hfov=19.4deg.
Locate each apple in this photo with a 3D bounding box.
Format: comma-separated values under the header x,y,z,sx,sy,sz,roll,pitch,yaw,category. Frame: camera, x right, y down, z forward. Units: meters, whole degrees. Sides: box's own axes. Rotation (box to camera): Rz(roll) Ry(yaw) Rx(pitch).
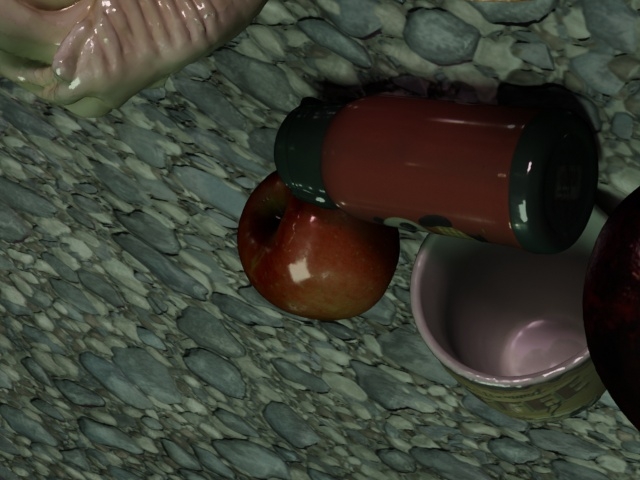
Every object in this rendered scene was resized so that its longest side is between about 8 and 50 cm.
x,y,z,sx,sy,sz,roll,pitch,yaw,category
0.000,0.000,2.103,0.168,0.181,0.181,22,159,-29,apple

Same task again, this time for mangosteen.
x,y,z,sx,sy,sz,roll,pitch,yaw,category
0.402,0.067,1.739,0.307,0.307,0.347,15,-178,23,mangosteen

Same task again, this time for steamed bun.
x,y,z,sx,sy,sz,roll,pitch,yaw,category
-0.210,-0.266,1.668,0.310,0.324,0.219,43,155,-10,steamed bun

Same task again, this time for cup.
x,y,z,sx,sy,sz,roll,pitch,yaw,category
0.269,0.094,1.995,0.301,0.227,0.257,13,163,22,cup

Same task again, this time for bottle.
x,y,z,sx,sy,sz,roll,pitch,yaw,category
0.107,-0.078,1.906,0.336,0.144,0.144,10,149,36,bottle
